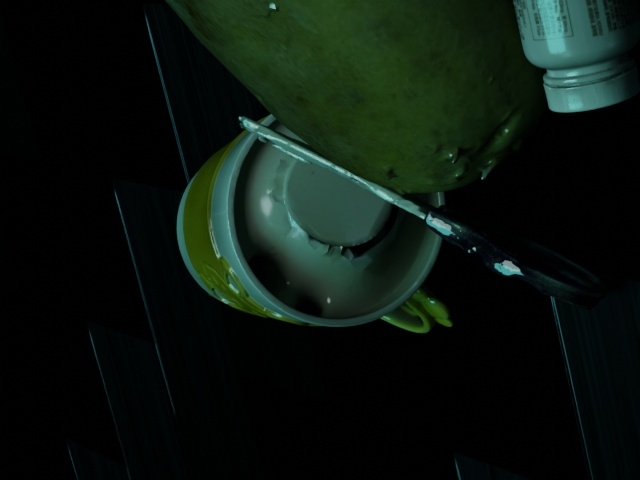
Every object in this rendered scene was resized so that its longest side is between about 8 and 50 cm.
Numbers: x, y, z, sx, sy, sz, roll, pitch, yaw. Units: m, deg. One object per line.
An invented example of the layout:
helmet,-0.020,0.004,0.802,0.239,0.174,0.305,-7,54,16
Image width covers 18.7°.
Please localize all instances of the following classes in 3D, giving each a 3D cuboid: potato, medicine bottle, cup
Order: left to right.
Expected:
cup,0.000,0.000,1.614,0.241,0.185,0.226,41,163,-14
potato,0.009,-0.194,1.350,0.359,0.219,0.270,58,161,-20
medicine bottle,0.165,-0.158,1.263,0.079,0.079,0.140,12,119,59

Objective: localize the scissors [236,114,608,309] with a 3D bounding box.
scissors,0.068,-0.024,1.405,0.300,0.109,0.022,25,101,12
